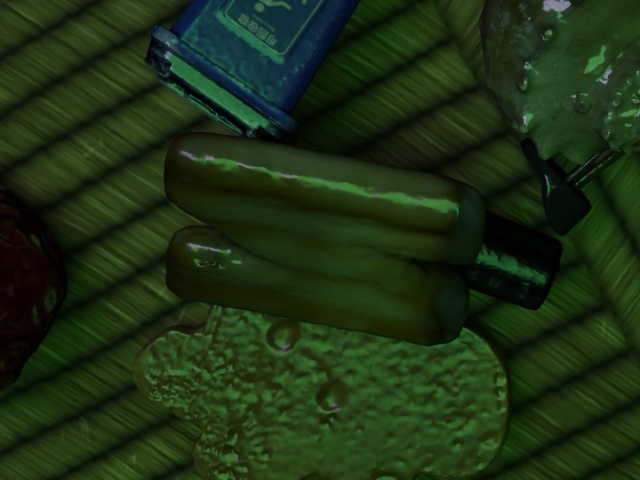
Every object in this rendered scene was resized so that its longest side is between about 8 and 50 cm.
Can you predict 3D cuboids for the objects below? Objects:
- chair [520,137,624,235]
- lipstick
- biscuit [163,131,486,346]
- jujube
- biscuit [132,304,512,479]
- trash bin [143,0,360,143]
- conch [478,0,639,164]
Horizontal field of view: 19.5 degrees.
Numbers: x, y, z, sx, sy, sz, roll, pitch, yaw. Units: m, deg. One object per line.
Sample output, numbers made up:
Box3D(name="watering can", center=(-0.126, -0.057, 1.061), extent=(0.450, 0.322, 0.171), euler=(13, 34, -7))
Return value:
Box3D(name="chair", center=(0.269, -0.114, 1.729), extent=(0.221, 0.104, 0.095), euler=(-47, 70, 10))
Box3D(name="lipstick", center=(0.085, -0.016, 1.775), extent=(0.299, 0.081, 0.081), euler=(21, 106, 0))
Box3D(name="biscuit", center=(0.000, 0.000, 1.693), extent=(0.290, 0.062, 0.237), euler=(9, 145, 5))
Box3D(name="jujube", center=(-0.366, 0.036, 1.780), extent=(0.232, 0.213, 0.213), euler=(34, 105, -2))
Box3D(name="biscuit", center=(0.001, 0.146, 1.840), extent=(0.376, 0.051, 0.269), euler=(7, 104, 3))
Box3D(name="trash bin", center=(-0.041, -0.213, 1.702), extent=(0.162, 0.184, 0.234), euler=(34, 93, -7))
Box3D(name="conch", center=(0.247, -0.224, 1.611), extent=(0.263, 0.186, 0.324), euler=(-25, 77, -5))
